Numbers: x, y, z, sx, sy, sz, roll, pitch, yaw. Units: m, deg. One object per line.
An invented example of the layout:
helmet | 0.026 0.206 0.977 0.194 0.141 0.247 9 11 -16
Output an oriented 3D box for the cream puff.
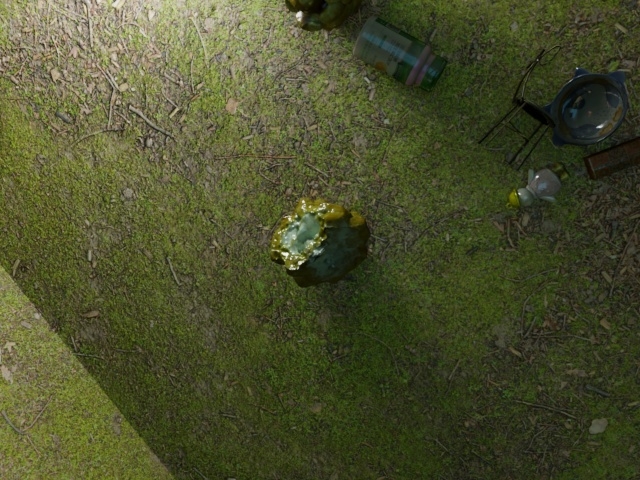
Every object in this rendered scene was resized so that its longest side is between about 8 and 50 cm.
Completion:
cream puff | 0.009 -0.002 1.548 0.274 0.269 0.323 32 112 -34

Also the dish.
dish | 0.796 -0.394 1.346 0.236 0.086 0.227 -28 76 47

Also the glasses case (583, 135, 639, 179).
glasses case | 0.932 -0.259 1.384 0.218 0.049 0.075 -21 99 15

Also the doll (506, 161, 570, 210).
doll | 0.684 -0.163 1.439 0.207 0.081 0.129 -36 87 18

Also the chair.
chair | 0.631 -0.389 1.358 0.170 0.160 0.325 36 108 -1

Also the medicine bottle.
medicine bottle | 0.247 -0.567 1.400 0.274 0.133 0.133 29 107 2

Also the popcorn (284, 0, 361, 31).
popcorn | 0.012 -0.741 1.335 0.226 0.276 0.276 3 105 31
